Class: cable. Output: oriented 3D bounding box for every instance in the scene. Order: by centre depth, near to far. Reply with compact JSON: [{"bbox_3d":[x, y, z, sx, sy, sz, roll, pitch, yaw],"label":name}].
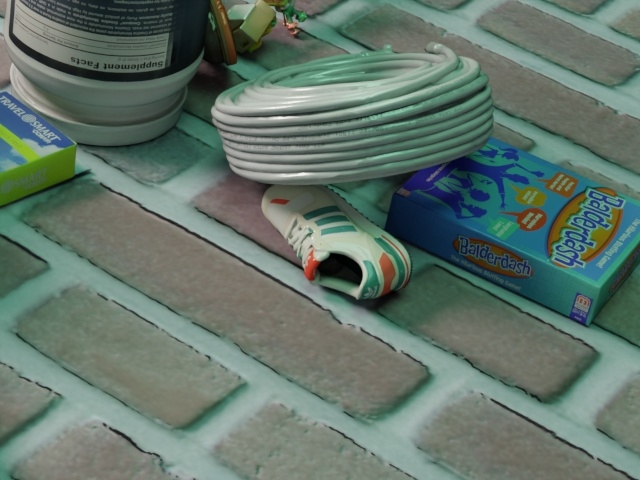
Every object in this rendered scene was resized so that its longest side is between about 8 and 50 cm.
[{"bbox_3d":[0.030,-0.113,1.713,0.257,0.089,0.257,-11,13,-13],"label":"cable"}]

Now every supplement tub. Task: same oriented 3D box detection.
[{"bbox_3d":[-0.195,-0.246,1.747,0.191,0.272,0.191,8,35,-6],"label":"supplement tub"}]

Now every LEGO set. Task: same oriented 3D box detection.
[{"bbox_3d":[-0.029,-0.285,2.034,0.132,0.107,0.287,-21,38,14],"label":"LEGO set"}]

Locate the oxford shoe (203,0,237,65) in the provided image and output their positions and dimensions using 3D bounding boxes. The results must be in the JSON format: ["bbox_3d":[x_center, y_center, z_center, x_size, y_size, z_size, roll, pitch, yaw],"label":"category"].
[{"bbox_3d":[-0.171,-0.244,1.929,0.098,0.097,0.271,-26,41,-17],"label":"oxford shoe"}]

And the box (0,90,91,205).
[{"bbox_3d":[-0.304,-0.076,1.679,0.109,0.042,0.178,36,43,30],"label":"box"}]

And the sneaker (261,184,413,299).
[{"bbox_3d":[0.000,0.000,1.644,0.161,0.057,0.075,34,35,24],"label":"sneaker"}]

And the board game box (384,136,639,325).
[{"bbox_3d":[0.189,-0.018,1.732,0.210,0.047,0.160,25,37,18],"label":"board game box"}]
